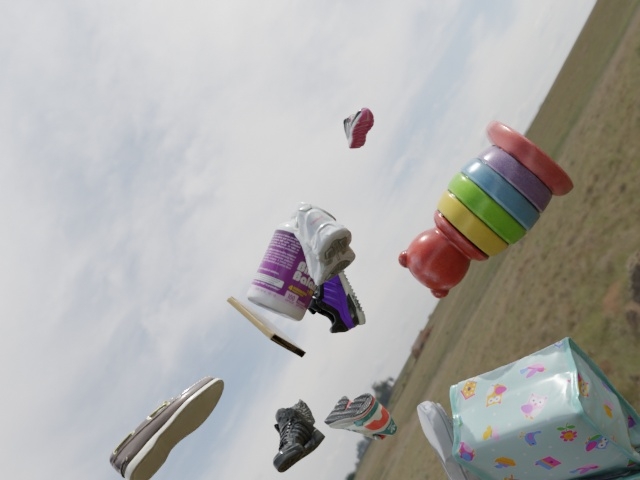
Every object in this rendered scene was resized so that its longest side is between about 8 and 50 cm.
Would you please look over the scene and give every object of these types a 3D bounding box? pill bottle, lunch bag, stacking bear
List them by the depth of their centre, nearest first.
[{"bbox_3d":[0.361,0.303,0.953,0.223,0.262,0.160,-32,29,32],"label":"lunch bag"},{"bbox_3d":[0.260,-0.036,1.045,0.289,0.175,0.164,-49,-1,12],"label":"stacking bear"},{"bbox_3d":[-0.069,0.055,1.703,0.169,0.169,0.302,65,-134,-74],"label":"pill bottle"}]

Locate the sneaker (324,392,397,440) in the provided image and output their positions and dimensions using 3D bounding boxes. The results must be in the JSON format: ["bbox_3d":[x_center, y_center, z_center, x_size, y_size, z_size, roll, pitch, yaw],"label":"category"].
[{"bbox_3d":[0.063,0.283,0.966,0.057,0.075,0.161,-49,3,-28],"label":"sneaker"}]

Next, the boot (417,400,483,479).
[{"bbox_3d":[0.260,0.349,1.067,0.123,0.095,0.258,-29,-61,-5],"label":"boot"}]

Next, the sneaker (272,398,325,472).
[{"bbox_3d":[-0.051,0.318,1.031,0.051,0.089,0.170,-53,-21,17],"label":"sneaker"}]

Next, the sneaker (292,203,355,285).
[{"bbox_3d":[0.000,0.000,1.136,0.090,0.115,0.232,-33,-20,-15],"label":"sneaker"}]

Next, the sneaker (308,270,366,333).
[{"bbox_3d":[0.013,0.152,1.901,0.146,0.293,0.102,-25,-12,-14],"label":"sneaker"}]

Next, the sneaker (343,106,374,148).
[{"bbox_3d":[0.095,-0.311,1.648,0.063,0.075,0.170,-17,-18,-12],"label":"sneaker"}]

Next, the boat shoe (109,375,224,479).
[{"bbox_3d":[-0.375,0.449,1.540,0.324,0.096,0.117,-46,-37,-31],"label":"boat shoe"}]

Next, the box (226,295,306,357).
[{"bbox_3d":[-0.144,0.230,1.658,0.021,0.201,0.164,-53,-40,-4],"label":"box"}]
